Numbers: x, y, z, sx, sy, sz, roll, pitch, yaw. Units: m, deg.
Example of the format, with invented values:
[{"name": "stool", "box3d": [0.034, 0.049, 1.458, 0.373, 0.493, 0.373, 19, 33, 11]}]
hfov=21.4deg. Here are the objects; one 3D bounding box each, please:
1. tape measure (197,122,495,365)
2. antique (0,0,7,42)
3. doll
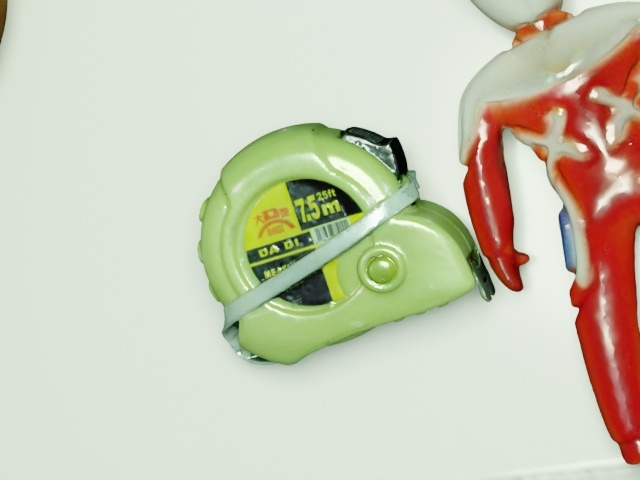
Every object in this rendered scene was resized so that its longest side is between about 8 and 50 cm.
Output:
[{"name": "tape measure", "box3d": [0.000, 0.000, 1.092, 0.177, 0.087, 0.154, -24, 96, 13]}, {"name": "antique", "box3d": [-0.337, -0.150, 1.151, 0.278, 0.129, 0.223, -34, 82, 10]}, {"name": "doll", "box3d": [0.172, -0.060, 1.057, 0.188, 0.099, 0.384, -25, 90, 10]}]
